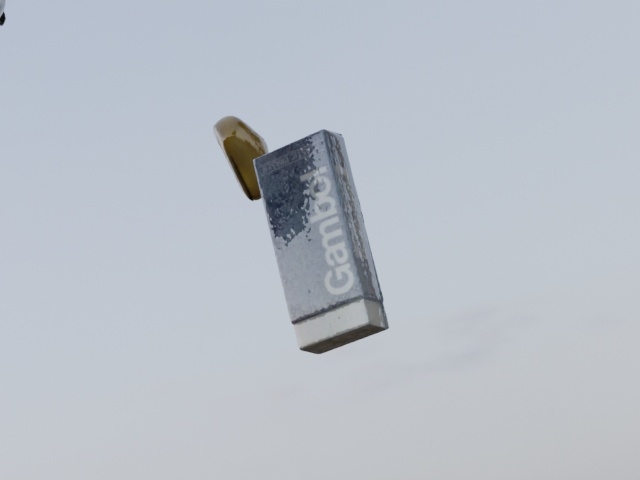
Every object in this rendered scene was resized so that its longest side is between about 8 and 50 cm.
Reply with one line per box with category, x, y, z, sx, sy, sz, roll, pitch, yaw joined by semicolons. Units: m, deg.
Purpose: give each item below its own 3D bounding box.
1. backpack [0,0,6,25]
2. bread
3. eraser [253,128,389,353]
backpack;-0.460;-0.269;1.550;0.353;0.378;0.201;7;-61;0
bread;-0.093;-0.110;2.130;0.056;0.115;0.082;-27;17;-4
eraser;0.000;0.000;1.659;0.092;0.213;0.046;-23;-20;25
